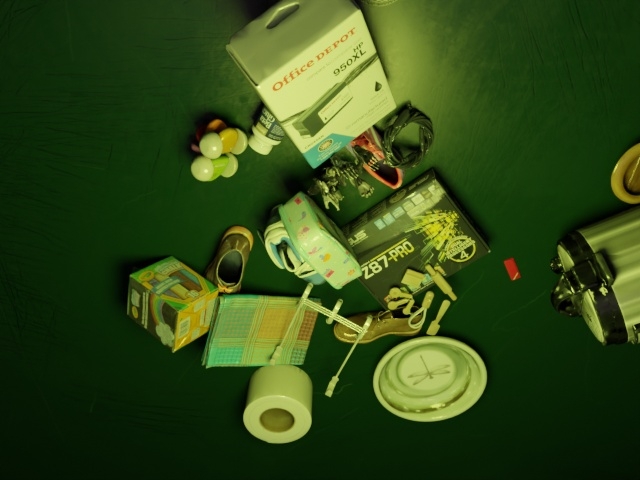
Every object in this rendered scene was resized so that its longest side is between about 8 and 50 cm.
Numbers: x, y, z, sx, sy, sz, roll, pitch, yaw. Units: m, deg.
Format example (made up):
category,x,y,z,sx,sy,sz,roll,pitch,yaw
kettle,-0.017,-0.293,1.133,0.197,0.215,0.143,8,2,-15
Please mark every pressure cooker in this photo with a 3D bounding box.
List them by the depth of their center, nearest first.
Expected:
category,x,y,z,sx,sy,sz,roll,pitch,yaw
pressure cooker,0.889,0.110,1.827,0.420,0.375,0.370,-22,112,12

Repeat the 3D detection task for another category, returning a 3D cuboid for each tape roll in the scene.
category,x,y,z,sx,sy,sz,roll,pitch,yaw
tape roll,-0.151,0.595,2.263,0.246,0.169,0.246,0,121,1

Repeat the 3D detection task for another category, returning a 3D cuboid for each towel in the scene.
category,x,y,z,sx,sy,sz,roll,pitch,yaw
towel,-0.191,0.303,2.058,0.370,0.040,0.272,5,112,-28

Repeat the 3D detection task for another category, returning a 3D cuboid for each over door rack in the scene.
category,x,y,z,sx,sy,sz,roll,pitch,yaw
over door rack,0.001,0.315,2.019,0.239,0.108,0.324,27,115,4

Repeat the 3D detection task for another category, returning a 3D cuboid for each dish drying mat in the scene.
category,x,y,z,sx,sy,sz,roll,pitch,yaw
dish drying mat,0.630,0.094,2.031,0.032,0.008,0.083,-22,118,15

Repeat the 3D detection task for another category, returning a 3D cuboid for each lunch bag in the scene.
category,x,y,z,sx,sy,sz,roll,pitch,yaw
lunch bag,0.000,0.000,1.760,0.108,0.224,0.279,-36,137,8

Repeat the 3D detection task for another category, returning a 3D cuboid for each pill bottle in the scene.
category,x,y,z,sx,sy,sz,roll,pitch,yaw
pill bottle,-0.135,-0.329,1.740,0.094,0.094,0.169,28,118,-15

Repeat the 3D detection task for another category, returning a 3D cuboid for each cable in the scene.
category,x,y,z,sx,sy,sz,roll,pitch,yaw
cable,0.245,-0.276,1.751,0.150,0.047,0.184,43,74,-34

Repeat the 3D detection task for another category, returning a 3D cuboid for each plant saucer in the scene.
category,x,y,z,sx,sy,sz,roll,pitch,yaw
plant saucer,0.386,0.476,2.216,0.400,0.101,0.401,0,122,0

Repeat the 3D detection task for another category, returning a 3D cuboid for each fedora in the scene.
category,x,y,z,sx,sy,sz,roll,pitch,yaw
fedora,0.927,-0.206,1.799,0.194,0.079,0.194,0,116,0

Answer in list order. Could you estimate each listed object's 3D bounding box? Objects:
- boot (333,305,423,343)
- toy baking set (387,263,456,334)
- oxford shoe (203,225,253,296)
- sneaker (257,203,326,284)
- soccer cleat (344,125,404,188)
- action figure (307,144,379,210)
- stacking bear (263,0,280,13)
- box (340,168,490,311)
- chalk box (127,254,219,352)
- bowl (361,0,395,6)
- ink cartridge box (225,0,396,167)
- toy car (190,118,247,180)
category,x,y,z,sx,sy,sz,roll,pitch,yaw
boot,0.193,0.269,2.072,0.305,0.112,0.115,-8,147,-4
toy baking set,0.328,0.187,1.967,0.196,0.030,0.256,-39,114,19
oxford shoe,-0.317,0.130,2.002,0.129,0.133,0.364,15,121,-8
sneaker,-0.073,0.063,1.895,0.130,0.236,0.323,-22,118,14
soccer cleat,0.124,-0.272,1.755,0.318,0.116,0.108,41,114,-21
action figure,0.060,-0.161,1.741,0.164,0.275,0.141,-31,87,-20
stacking bear,-0.071,-0.515,1.595,0.164,0.175,0.289,23,132,14
box,0.278,0.008,1.936,0.395,0.097,0.318,-33,113,20
chalk box,-0.495,0.182,1.983,0.289,0.179,0.180,32,127,25
bowl,0.149,-0.663,1.538,0.170,0.080,0.170,1,122,2
ink cartridge box,-0.007,-0.394,1.505,0.285,0.166,0.395,-37,152,3
toy car,-0.310,-0.262,1.772,0.136,0.159,0.182,39,121,19
